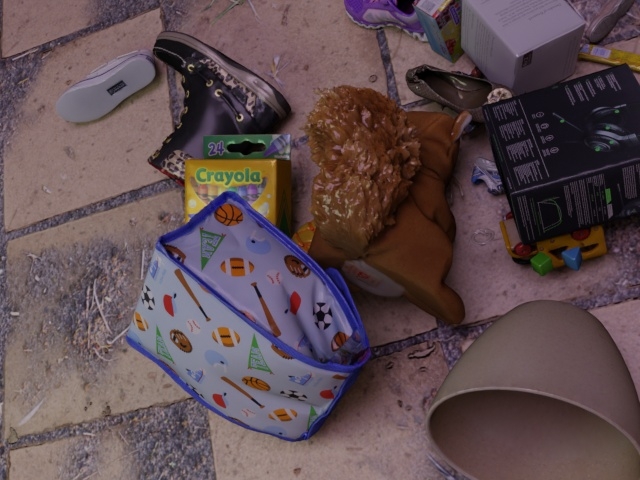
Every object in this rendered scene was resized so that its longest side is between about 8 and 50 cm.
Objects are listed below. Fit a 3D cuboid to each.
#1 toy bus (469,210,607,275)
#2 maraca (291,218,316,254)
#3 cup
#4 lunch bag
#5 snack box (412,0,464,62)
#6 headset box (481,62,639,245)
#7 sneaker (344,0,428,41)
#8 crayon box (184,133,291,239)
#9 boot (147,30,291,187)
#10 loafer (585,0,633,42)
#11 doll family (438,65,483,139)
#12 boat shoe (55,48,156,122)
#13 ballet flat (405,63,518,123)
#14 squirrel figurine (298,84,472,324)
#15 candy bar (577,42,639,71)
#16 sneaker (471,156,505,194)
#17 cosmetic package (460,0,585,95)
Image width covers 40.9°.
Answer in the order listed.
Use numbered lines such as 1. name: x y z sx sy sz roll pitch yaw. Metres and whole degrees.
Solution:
1. toy bus: 0.402 0.002 1.518 0.202 0.104 0.191 22 58 44
2. maraca: 0.000 0.000 1.684 0.185 0.099 0.127 -59 23 -18
3. cup: 0.355 0.235 1.363 0.331 0.331 0.237 4 49 23
4. lunch bag: -0.112 0.158 1.511 0.385 0.327 0.239 40 51 10
5. snack box: 0.291 -0.483 1.703 0.070 0.174 0.207 40 89 27
6. headset box: 0.446 -0.153 1.467 0.283 0.131 0.246 -16 44 10
7. sneaker: 0.149 -0.498 1.806 0.236 0.104 0.095 21 82 28
8. crayon box: -0.165 -0.052 1.713 0.203 0.083 0.322 2 93 21
9. boot: -0.282 -0.276 1.882 0.377 0.138 0.284 33 85 20
10. loafer: 0.551 -0.433 1.660 0.125 0.045 0.039 -46 44 -6
11. doll family: 0.292 -0.278 1.686 0.111 0.076 0.193 -35 59 12
12. boat shoe: -0.506 -0.373 2.034 0.268 0.096 0.088 -29 35 16
13. ballet flat: 0.263 -0.285 1.627 0.250 0.058 0.084 28 80 35
14. squirrel figurine: 0.134 -0.111 1.517 0.281 0.397 0.370 9 61 34
15. candy bar: 0.567 -0.345 1.630 0.162 0.018 0.040 20 76 27
16. sneaker: 0.345 -0.109 1.621 0.135 0.052 0.058 24 91 35
17. cosmetic package: 0.378 -0.390 1.630 0.151 0.151 0.183 -28 63 -7
